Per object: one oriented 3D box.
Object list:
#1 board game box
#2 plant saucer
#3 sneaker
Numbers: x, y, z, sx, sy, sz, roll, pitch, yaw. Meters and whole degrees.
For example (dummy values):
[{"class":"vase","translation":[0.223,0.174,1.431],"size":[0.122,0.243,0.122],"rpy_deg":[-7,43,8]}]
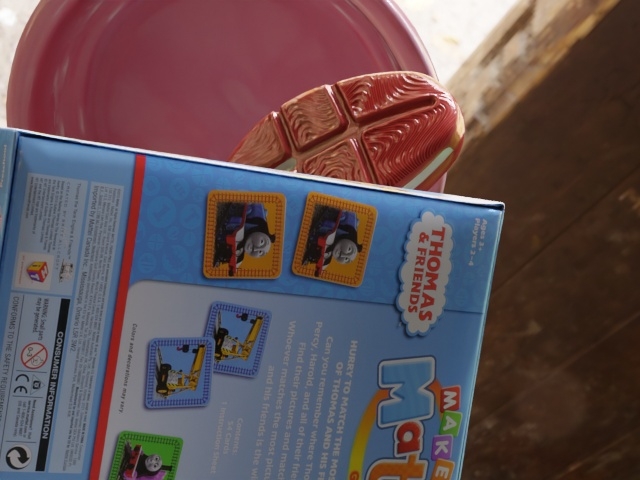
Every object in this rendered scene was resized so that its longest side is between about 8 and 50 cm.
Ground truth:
[{"class":"board game box","translation":[-0.032,0.050,0.507],"size":[0.211,0.039,0.160],"rpy_deg":[7,93,-30]},{"class":"plant saucer","translation":[-0.068,-0.083,0.984],"size":[0.332,0.332,0.084],"rpy_deg":[33,25,-6]},{"class":"sneaker","translation":[0.000,0.000,0.710],"size":[0.128,0.221,0.087],"rpy_deg":[34,33,-50]}]
